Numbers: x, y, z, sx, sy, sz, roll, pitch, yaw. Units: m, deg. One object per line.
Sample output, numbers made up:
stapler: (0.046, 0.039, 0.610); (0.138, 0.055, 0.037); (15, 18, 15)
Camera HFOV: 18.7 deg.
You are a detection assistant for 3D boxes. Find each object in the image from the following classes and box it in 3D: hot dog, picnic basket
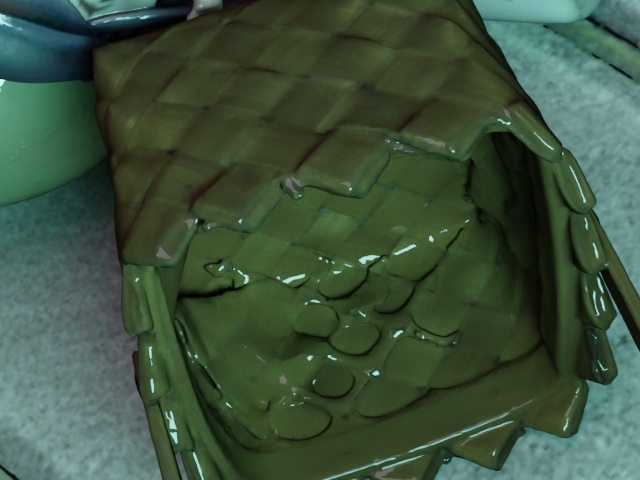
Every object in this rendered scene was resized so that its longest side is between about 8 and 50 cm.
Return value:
hot dog: (0.000, 0.000, 1.187); (0.083, 0.021, 0.037); (-35, 80, -6)
picnic basket: (0.029, 0.048, 0.993); (0.254, 0.291, 0.321); (-20, 50, -2)

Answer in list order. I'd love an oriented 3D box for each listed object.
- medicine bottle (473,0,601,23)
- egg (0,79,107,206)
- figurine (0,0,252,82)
medicine bottle: (0.034, -0.224, 1.207); (0.293, 0.170, 0.170); (5, 65, 21)
egg: (-0.250, -0.122, 1.214); (0.296, 0.218, 0.218); (14, 69, 17)
figurine: (-0.105, -0.171, 1.059); (0.265, 0.197, 0.175); (2, 69, -28)
